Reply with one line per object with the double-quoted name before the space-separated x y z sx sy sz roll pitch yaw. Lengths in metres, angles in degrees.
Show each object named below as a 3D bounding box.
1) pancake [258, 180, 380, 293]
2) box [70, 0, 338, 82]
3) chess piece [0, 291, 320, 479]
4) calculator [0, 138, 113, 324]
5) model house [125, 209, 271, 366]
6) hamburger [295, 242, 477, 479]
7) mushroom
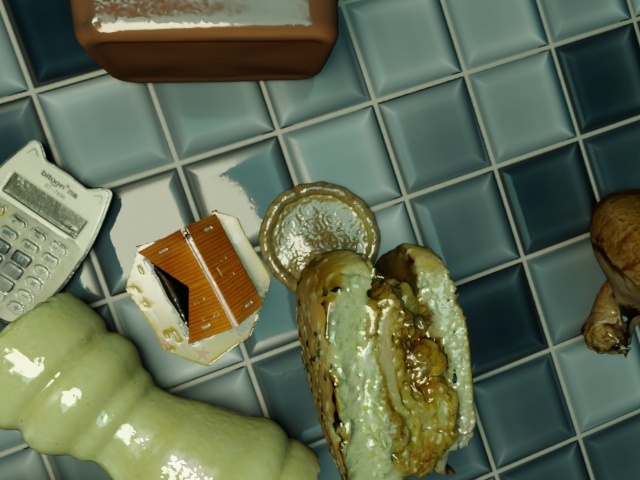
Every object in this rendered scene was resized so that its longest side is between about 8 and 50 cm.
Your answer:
"pancake" 0.000 0.000 0.805 0.199 0.021 0.199 0 92 -8
"box" -0.149 -0.353 0.673 0.339 0.239 0.229 -3 94 -8
"chess piece" -0.238 0.267 0.688 0.442 0.234 0.234 38 86 -2
"calculator" -0.436 -0.002 0.734 0.177 0.040 0.268 37 87 -7
"model house" -0.172 0.080 0.724 0.207 0.136 0.219 -27 94 -8
"hamburger" 0.076 0.162 0.692 0.195 0.277 0.318 -10 92 -12
"mushroom" 0.527 0.034 0.803 0.254 0.267 0.267 -19 94 27
